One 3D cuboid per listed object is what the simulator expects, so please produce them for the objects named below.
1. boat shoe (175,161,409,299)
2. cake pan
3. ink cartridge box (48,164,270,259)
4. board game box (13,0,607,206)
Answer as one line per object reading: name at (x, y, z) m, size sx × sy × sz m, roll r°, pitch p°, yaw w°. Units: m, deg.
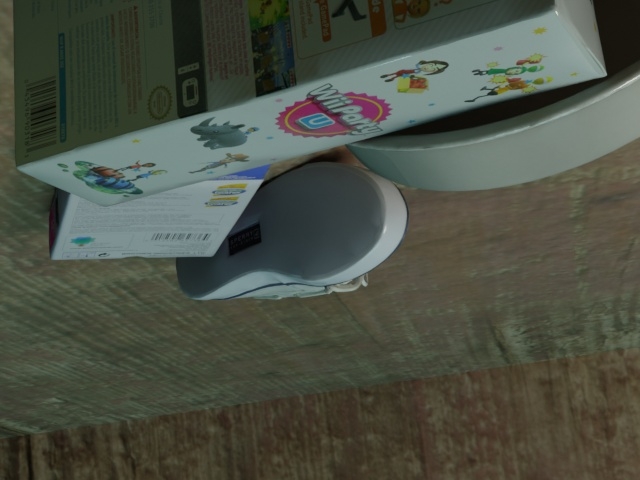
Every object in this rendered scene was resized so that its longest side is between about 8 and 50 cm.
boat shoe at (0.000, 0.009, 1.469) m, size 0.157 × 0.135 × 0.367 m, roll 7°, pitch 162°, yaw -38°
cake pan at (0.121, -0.132, 0.794) m, size 0.293 × 0.293 × 0.054 m, roll -13°, pitch 127°, yaw 22°
ink cartridge box at (-0.171, -0.050, 1.332) m, size 0.186 × 0.065 × 0.311 m, roll -1°, pitch 165°, yaw -17°
board game box at (-0.019, -0.162, 0.714) m, size 0.303 × 0.224 × 0.097 m, roll -13°, pitch 160°, yaw 24°
